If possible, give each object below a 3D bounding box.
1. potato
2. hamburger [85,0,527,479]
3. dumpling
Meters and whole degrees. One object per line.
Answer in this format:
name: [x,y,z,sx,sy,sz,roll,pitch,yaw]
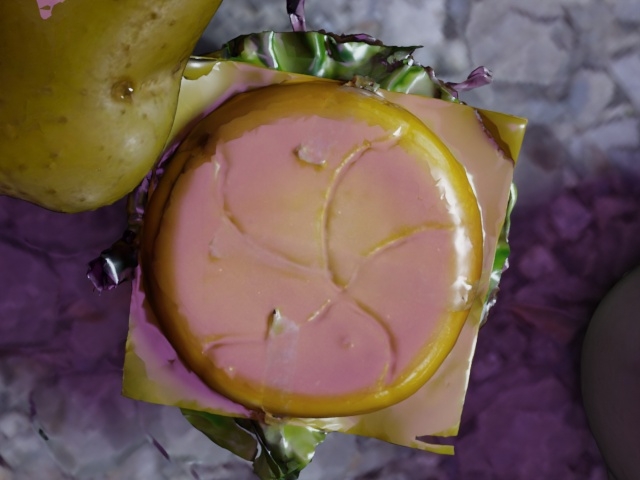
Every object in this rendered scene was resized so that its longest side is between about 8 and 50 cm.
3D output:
potato: [-0.096,-0.196,0.574,0.196,0.176,0.369,5,98,-14]
hamburger: [-0.003,0.003,0.659,0.164,0.093,0.189,22,95,-5]
dumpling: [0.164,0.058,0.664,0.108,0.127,0.188,12,93,0]
